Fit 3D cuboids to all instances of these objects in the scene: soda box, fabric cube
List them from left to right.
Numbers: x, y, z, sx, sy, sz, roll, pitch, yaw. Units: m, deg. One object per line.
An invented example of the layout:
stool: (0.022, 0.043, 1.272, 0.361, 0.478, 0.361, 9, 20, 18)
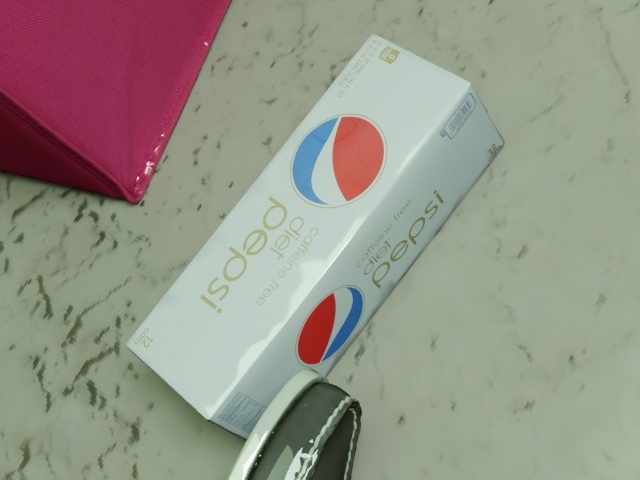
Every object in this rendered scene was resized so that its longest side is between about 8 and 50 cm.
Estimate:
fabric cube: (-0.225, -0.203, 0.671, 0.258, 0.254, 0.259, 15, 73, 29)
soda box: (0.000, 0.000, 0.576, 0.074, 0.069, 0.216, 35, 84, 34)

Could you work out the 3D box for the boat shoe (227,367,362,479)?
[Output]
boat shoe: (-0.019, 0.175, 0.499, 0.069, 0.081, 0.227, 15, 81, 28)
